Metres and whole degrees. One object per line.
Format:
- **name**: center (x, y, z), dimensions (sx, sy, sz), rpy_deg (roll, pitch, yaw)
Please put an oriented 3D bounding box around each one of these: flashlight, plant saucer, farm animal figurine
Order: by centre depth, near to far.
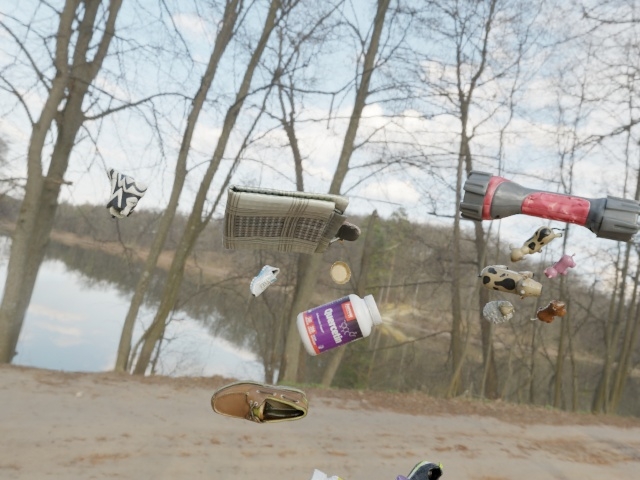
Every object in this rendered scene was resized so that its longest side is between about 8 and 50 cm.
- **flashlight**: center (0.429, -0.062, 0.887), dimensions (0.304, 0.103, 0.103), rpy_deg (15, -16, 27)
- **farm animal figurine**: center (0.698, 0.125, 1.611), dimensions (0.172, 0.329, 0.327), rpy_deg (3, -9, -44)
- **plant saucer**: center (0.072, 0.121, 1.728), dimensions (0.084, 0.083, 0.015), rpy_deg (14, -17, -23)

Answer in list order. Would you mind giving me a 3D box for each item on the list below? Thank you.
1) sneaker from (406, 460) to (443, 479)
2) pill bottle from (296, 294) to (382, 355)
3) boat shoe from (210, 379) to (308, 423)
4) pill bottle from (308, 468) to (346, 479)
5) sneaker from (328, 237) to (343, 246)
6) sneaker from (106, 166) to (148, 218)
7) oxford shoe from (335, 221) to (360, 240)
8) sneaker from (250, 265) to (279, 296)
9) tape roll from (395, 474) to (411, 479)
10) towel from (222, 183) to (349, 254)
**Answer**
- **sneaker**: center (0.308, 0.779, 1.447), dimensions (0.097, 0.235, 0.084), rpy_deg (-28, -79, 48)
- **pill bottle**: center (0.078, 0.332, 1.882), dimensions (0.323, 0.181, 0.181), rpy_deg (-21, -8, 2)
- **boat shoe**: center (-0.190, 0.507, 1.445), dimensions (0.308, 0.110, 0.104), rpy_deg (-1, 9, -5)
- **pill bottle**: center (0.057, 0.682, 1.188), dimensions (0.209, 0.119, 0.119), rpy_deg (26, -4, 7)
- **sneaker**: center (0.000, 0.000, 1.923), dimensions (0.215, 0.084, 0.083), rpy_deg (-22, -64, 23)
- **sneaker**: center (-0.691, -0.154, 1.587), dimensions (0.235, 0.153, 0.094), rpy_deg (26, -2, 35)
- **oxford shoe**: center (0.044, -0.051, 1.678), dimensions (0.212, 0.076, 0.076), rpy_deg (22, 14, 11)
- **sneaker**: center (-0.249, 0.182, 2.111), dimensions (0.083, 0.190, 0.071), rpy_deg (-1, -51, 30)
- **tape roll**: center (0.239, 0.632, 1.064), dimensions (0.189, 0.080, 0.189), rpy_deg (33, -10, 6)
- **towel**: center (-0.104, -0.039, 1.286), dimensions (0.325, 0.056, 0.312), rpy_deg (3, -30, -14)
